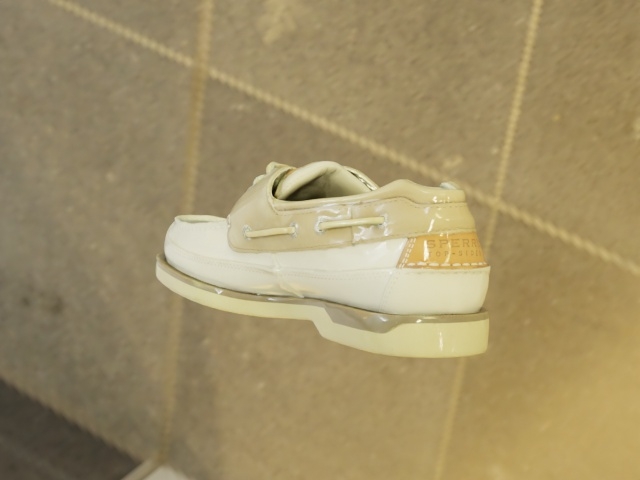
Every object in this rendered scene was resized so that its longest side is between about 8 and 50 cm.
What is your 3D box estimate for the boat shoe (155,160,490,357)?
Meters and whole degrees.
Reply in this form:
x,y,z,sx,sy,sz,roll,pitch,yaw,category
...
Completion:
x,y,z,sx,sy,sz,roll,pitch,yaw,category
0.000,0.000,1.179,0.302,0.113,0.103,11,101,50,boat shoe
